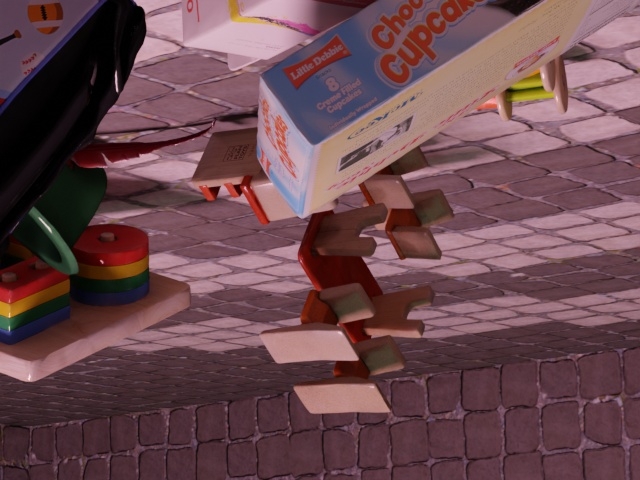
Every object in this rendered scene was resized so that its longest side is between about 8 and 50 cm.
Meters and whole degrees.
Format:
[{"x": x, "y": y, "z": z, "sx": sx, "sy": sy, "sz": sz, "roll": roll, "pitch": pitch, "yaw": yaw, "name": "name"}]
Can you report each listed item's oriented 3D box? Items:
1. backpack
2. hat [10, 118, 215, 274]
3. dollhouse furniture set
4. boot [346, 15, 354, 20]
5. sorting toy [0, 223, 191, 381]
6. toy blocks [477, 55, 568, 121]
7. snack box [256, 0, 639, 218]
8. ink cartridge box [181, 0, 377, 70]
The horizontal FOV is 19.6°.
[{"x": -0.247, "y": -0.099, "z": 1.243, "sx": 0.263, "sy": 0.213, "sz": 0.276, "roll": -45, "pitch": -177, "yaw": -3, "name": "backpack"}, {"x": -0.238, "y": -0.083, "z": 1.833, "sx": 0.208, "sy": 0.183, "sz": 0.173, "roll": 39, "pitch": 164, "yaw": 13, "name": "hat"}, {"x": 0.000, "y": 0.000, "z": 1.786, "sx": 0.135, "sy": 0.262, "sz": 0.259, "roll": -6, "pitch": 133, "yaw": 29, "name": "dollhouse furniture set"}, {"x": 0.054, "y": -0.176, "z": 1.309, "sx": 0.213, "sy": 0.077, "sz": 0.165, "roll": -11, "pitch": 166, "yaw": 8, "name": "boot"}, {"x": -0.314, "y": 0.035, "z": 1.964, "sx": 0.257, "sy": 0.089, "sz": 0.255, "roll": 16, "pitch": -155, "yaw": 32, "name": "sorting toy"}, {"x": 0.128, "y": -0.135, "z": 1.568, "sx": 0.148, "sy": 0.054, "sz": 0.123, "roll": -5, "pitch": 167, "yaw": 15, "name": "toy blocks"}, {"x": 0.107, "y": -0.139, "z": 1.160, "sx": 0.322, "sy": 0.060, "sz": 0.187, "roll": -33, "pitch": 171, "yaw": -9, "name": "snack box"}, {"x": -0.033, "y": -0.186, "z": 1.165, "sx": 0.067, "sy": 0.115, "sz": 0.198, "roll": 5, "pitch": 165, "yaw": -33, "name": "ink cartridge box"}]
